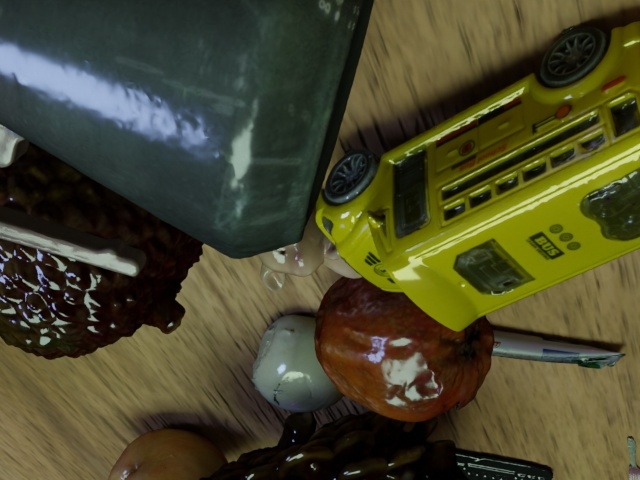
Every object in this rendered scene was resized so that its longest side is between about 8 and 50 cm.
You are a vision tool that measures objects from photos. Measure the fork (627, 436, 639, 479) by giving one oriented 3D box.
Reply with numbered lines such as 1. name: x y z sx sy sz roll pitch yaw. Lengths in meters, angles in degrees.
1. fork: 0.399 0.281 1.375 0.016 0.012 0.115 -7 135 15

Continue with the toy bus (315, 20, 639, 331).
1. toy bus: 0.151 -0.032 0.889 0.330 0.152 0.144 -28 130 31

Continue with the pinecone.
1. pinecone: 0.000 0.378 1.258 0.397 0.398 0.398 7 143 5

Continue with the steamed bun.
1. steamed bun: -0.019 0.149 1.234 0.112 0.091 0.130 19 142 -14

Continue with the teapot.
1. teapot: -0.153 -0.124 0.778 0.344 0.253 0.300 17 111 3

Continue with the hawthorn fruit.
1. hawthorn fruit: 0.084 0.103 1.084 0.179 0.173 0.173 -23 134 15

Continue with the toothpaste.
1. toothpaste: 0.247 0.121 1.187 0.169 0.028 0.045 8 154 -2

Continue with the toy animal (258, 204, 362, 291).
1. toy animal: 0.000 0.002 1.046 0.150 0.083 0.089 7 146 3

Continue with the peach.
1. peach: -0.198 0.342 1.460 0.184 0.184 0.184 7 143 5

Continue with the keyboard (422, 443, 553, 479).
1. keyboard: 0.176 0.311 1.460 0.262 0.016 0.106 11 143 -1

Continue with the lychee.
1. lychee: -0.230 -0.012 0.968 0.271 0.236 0.236 34 140 -3
